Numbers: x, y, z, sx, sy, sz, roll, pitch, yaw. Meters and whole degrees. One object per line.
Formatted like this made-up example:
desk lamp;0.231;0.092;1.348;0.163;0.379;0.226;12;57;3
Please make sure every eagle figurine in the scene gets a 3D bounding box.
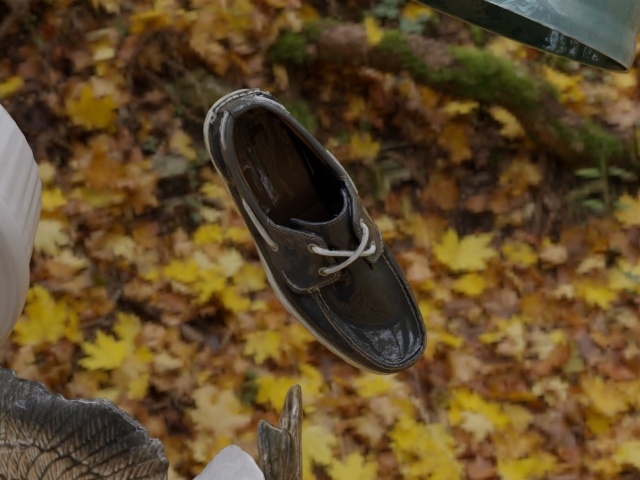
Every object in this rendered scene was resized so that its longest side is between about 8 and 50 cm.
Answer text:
eagle figurine;-0.157;0.204;0.802;0.299;0.225;0.226;3;21;-7

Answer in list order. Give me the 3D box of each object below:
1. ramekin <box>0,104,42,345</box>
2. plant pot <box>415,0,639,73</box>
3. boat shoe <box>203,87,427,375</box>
ramekin;-0.344;-0.031;0.962;0.273;0.272;0.127;-6;40;15
plant pot;0.172;-0.291;1.093;0.293;0.196;0.293;21;7;-3
boat shoe;0.000;0.000;0.853;0.084;0.233;0.079;-36;12;-12
